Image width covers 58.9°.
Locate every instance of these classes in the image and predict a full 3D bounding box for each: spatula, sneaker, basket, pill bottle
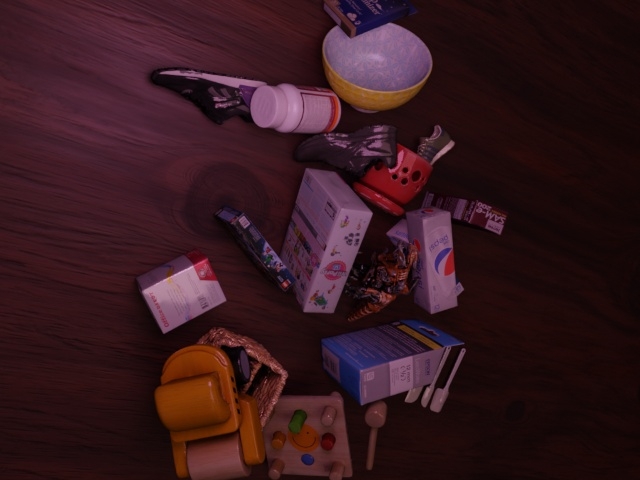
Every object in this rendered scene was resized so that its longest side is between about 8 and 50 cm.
[{"bbox_3d":[0.395,0.456,1.922,0.168,0.019,0.242,25,89,-22],"label":"spatula"},{"bbox_3d":[-0.267,-0.346,1.382,0.283,0.107,0.124,2,106,-26],"label":"sneaker"},{"bbox_3d":[-0.261,0.399,1.477,0.213,0.223,0.299,29,89,-27],"label":"basket"},{"bbox_3d":[0.313,-0.269,1.702,0.192,0.064,0.086,-42,109,-13],"label":"sneaker"},{"bbox_3d":[-0.061,-0.332,1.435,0.221,0.121,0.121,-9,106,-45],"label":"pill bottle"},{"bbox_3d":[0.067,-0.225,1.493,0.286,0.109,0.130,-6,94,20],"label":"sneaker"}]

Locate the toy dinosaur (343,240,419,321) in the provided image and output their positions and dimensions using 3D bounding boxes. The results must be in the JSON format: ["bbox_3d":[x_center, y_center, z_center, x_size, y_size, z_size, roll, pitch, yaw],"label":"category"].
[{"bbox_3d":[0.152,0.125,1.616,0.218,0.164,0.322,24,106,-7],"label":"toy dinosaur"}]

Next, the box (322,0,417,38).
[{"bbox_3d":[0.136,-0.623,1.505,0.225,0.136,0.036,-27,155,-19],"label":"box"}]

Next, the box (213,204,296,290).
[{"bbox_3d":[-0.172,0.018,1.472,0.044,0.159,0.233,-42,115,-14],"label":"box"}]

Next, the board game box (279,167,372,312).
[{"bbox_3d":[0.000,0.000,1.466,0.097,0.224,0.303,5,120,-28],"label":"board game box"}]

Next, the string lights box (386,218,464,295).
[{"bbox_3d":[0.319,0.064,1.732,0.076,0.133,0.260,-40,115,-10],"label":"string lights box"}]

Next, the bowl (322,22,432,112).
[{"bbox_3d":[0.135,-0.435,1.506,0.289,0.289,0.156,-20,152,-21],"label":"bowl"}]

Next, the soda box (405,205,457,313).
[{"bbox_3d":[0.314,0.054,1.599,0.091,0.098,0.286,-14,109,-17],"label":"soda box"}]

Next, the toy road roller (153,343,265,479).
[{"bbox_3d":[-0.268,0.406,1.308,0.202,0.240,0.330,-12,85,5],"label":"toy road roller"}]

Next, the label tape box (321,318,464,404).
[{"bbox_3d":[0.209,0.343,1.674,0.347,0.249,0.115,-8,104,-24],"label":"label tape box"}]

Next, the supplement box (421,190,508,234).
[{"bbox_3d":[0.422,-0.084,1.689,0.130,0.239,0.073,17,93,-28],"label":"supplement box"}]

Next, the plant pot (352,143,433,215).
[{"bbox_3d":[0.192,-0.176,1.592,0.191,0.191,0.174,30,93,-28],"label":"plant pot"}]

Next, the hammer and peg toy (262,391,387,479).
[{"bbox_3d":[0.008,0.559,1.596,0.361,0.127,0.266,-3,107,15],"label":"hammer and peg toy"}]

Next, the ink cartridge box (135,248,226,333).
[{"bbox_3d":[-0.353,0.123,1.425,0.176,0.127,0.128,-27,112,-19],"label":"ink cartridge box"}]
